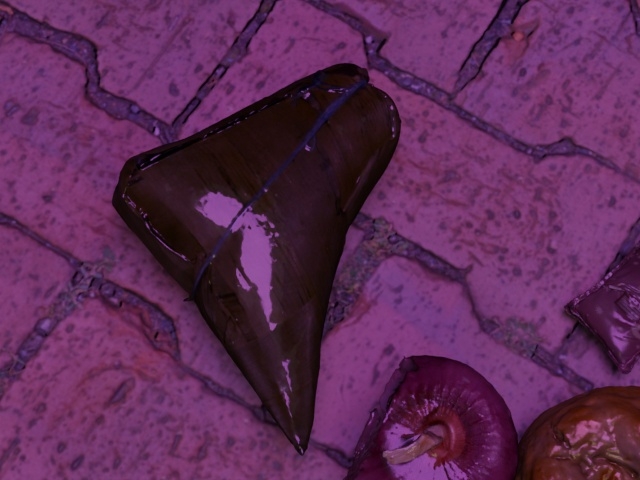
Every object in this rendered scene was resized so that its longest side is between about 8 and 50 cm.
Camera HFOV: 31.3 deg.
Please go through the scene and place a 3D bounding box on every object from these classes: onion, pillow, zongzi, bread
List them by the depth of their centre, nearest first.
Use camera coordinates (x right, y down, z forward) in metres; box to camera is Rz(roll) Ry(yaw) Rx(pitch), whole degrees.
[{"bbox_3d":[0.131,0.242,1.272,0.200,0.201,0.207,18,40,2],"label":"onion"},{"bbox_3d":[0.334,0.272,1.284,0.244,0.134,0.244,-1,70,4],"label":"bread"},{"bbox_3d":[0.000,0.000,1.348,0.356,0.174,0.393,-32,76,-18],"label":"zongzi"},{"bbox_3d":[0.398,0.073,1.419,0.185,0.043,0.118,-36,70,-19],"label":"pillow"}]
